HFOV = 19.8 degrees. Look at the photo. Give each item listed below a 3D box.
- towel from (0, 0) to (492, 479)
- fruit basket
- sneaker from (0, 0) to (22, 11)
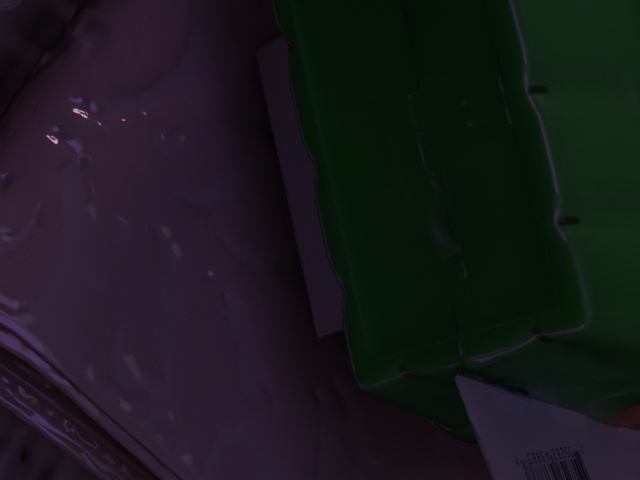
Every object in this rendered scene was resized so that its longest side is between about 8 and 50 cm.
[{"bbox_3d":[0.000,0.000,0.829,0.317,0.053,0.332,46,46,-25],"label":"towel"},{"bbox_3d":[0.119,-0.032,0.846,0.353,0.165,0.327,5,70,-62],"label":"fruit basket"},{"bbox_3d":[-0.186,-0.166,0.653,0.153,0.094,0.235,8,39,-32],"label":"sneaker"}]
